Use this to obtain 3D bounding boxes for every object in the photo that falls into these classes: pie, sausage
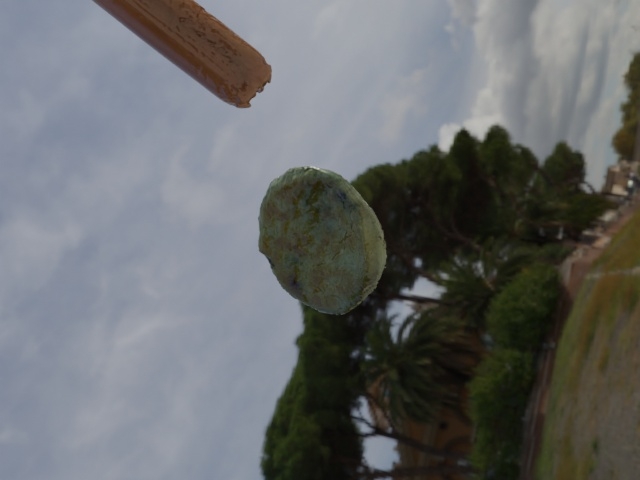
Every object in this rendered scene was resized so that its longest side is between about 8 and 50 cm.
[{"bbox_3d":[0.000,0.000,1.018,0.041,0.187,0.186,-26,-57,-48],"label":"pie"},{"bbox_3d":[-0.192,-0.285,1.143,0.086,0.289,0.086,-49,15,18],"label":"sausage"}]
